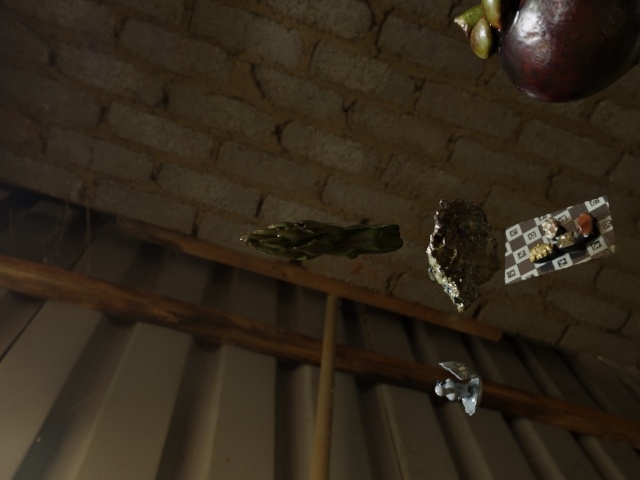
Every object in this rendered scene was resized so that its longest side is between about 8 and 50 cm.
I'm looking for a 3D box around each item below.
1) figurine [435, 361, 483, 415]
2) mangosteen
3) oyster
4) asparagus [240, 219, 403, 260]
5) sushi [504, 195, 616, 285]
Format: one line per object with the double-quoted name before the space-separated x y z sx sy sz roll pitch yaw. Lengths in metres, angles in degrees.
"figurine" 0.248 0.264 0.992 0.086 0.082 0.094 21 176 -3
"mangosteen" 0.427 -0.413 1.007 0.347 0.306 0.307 16 -159 12
"oyster" 0.326 0.033 1.258 0.198 0.259 0.092 8 -172 -27
"asparagus" 0.000 0.000 0.979 0.288 0.080 0.080 -1 -156 -2
"sushi" 0.584 -0.010 1.371 0.043 0.280 0.192 37 -131 -31
